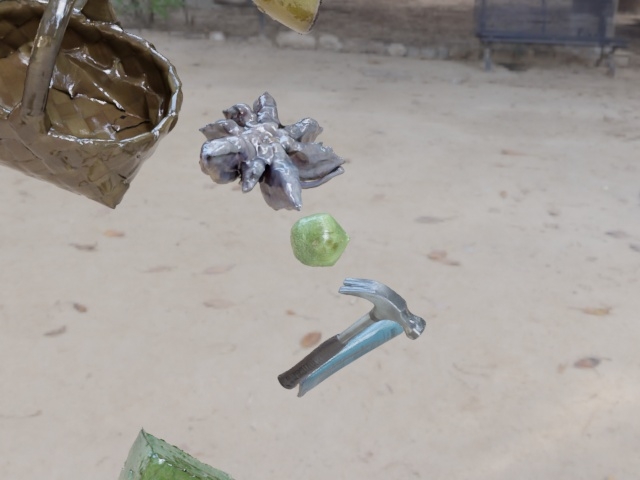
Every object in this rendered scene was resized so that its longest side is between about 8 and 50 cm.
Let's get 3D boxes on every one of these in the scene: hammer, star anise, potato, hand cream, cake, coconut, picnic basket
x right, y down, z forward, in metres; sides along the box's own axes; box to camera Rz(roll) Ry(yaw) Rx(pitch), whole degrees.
[{"bbox_3d":[0.014,0.125,0.999,0.103,0.246,0.029,42,42,-9],"label":"hammer"},{"bbox_3d":[-0.077,-0.123,1.139,0.236,0.093,0.229,-9,51,-38],"label":"star anise"},{"bbox_3d":[-0.069,-0.415,1.203,0.117,0.202,0.182,1,7,-24],"label":"potato"},{"bbox_3d":[0.053,0.180,1.322,0.224,0.083,0.048,-33,71,-20],"label":"hand cream"},{"bbox_3d":[-0.165,0.362,1.115,0.235,0.099,0.100,33,-3,-22],"label":"cake"},{"bbox_3d":[0.000,0.000,1.281,0.096,0.088,0.088,-7,20,4],"label":"coconut"},{"bbox_3d":[-0.347,-0.257,1.119,0.337,0.337,0.293,3,46,8],"label":"picnic basket"}]
